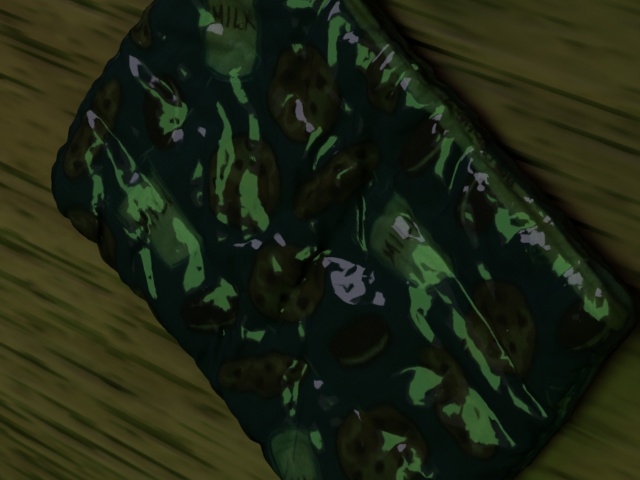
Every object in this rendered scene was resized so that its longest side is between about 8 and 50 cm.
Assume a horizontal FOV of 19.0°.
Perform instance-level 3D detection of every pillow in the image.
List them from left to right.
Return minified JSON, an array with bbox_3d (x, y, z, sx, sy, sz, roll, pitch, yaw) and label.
[{"bbox_3d":[-0.002,0.000,0.774,0.255,0.034,0.189,50,125,20],"label":"pillow"}]
